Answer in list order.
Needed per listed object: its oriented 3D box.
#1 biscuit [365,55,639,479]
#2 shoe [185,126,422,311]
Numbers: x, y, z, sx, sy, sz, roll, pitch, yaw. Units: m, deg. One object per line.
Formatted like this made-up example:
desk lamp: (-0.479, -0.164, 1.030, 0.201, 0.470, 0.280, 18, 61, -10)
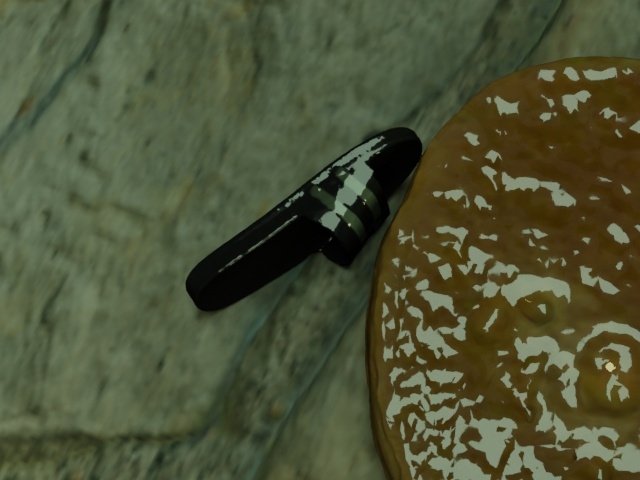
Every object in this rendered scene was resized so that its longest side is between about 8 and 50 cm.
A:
biscuit: (0.207, 0.068, 1.172, 0.365, 0.062, 0.385, 4, 67, 8)
shoe: (0.000, 0.000, 1.232, 0.179, 0.071, 0.049, -35, 65, -3)
